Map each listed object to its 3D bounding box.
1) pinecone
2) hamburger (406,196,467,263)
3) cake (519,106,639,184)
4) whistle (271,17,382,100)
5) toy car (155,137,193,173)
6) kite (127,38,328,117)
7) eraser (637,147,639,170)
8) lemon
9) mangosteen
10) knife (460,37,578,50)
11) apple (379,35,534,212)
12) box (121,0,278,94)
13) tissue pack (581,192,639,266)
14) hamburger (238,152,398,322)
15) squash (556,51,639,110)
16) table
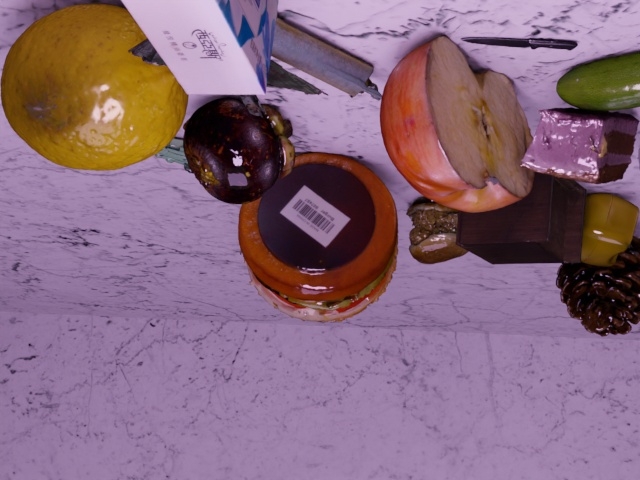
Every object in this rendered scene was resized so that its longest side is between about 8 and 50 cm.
[{"bbox_3d":[0.646,0.096,2.234,0.224,0.272,0.224,11,138,10],"label":"pinecone"},{"bbox_3d":[0.269,-0.020,2.181,0.159,0.131,0.185,6,160,-15],"label":"hamburger"},{"bbox_3d":[0.444,-0.147,1.573,0.113,0.115,0.295,20,-163,37],"label":"cake"},{"bbox_3d":[-0.030,-0.284,1.487,0.326,0.068,0.057,21,122,-38],"label":"whistle"},{"bbox_3d":[-0.293,-0.178,1.955,0.143,0.054,0.073,16,160,-19],"label":"toy car"},{"bbox_3d":[-0.136,-0.249,1.385,0.323,0.267,0.013,4,128,-38],"label":"kite"},{"bbox_3d":[0.680,-0.151,1.750,0.213,0.046,0.092,4,163,5],"label":"eraser"},{"bbox_3d":[-0.340,-0.223,1.476,0.311,0.253,0.253,-2,162,24],"label":"lemon"},{"bbox_3d":[-0.132,-0.170,1.761,0.217,0.192,0.192,-30,180,-27],"label":"mangosteen"},{"bbox_3d":[0.292,-0.292,1.461,0.170,0.010,0.023,5,158,7],"label":"knife"},{"bbox_3d":[0.189,-0.157,1.520,0.163,0.251,0.293,-21,151,39],"label":"apple"},{"bbox_3d":[-0.133,-0.318,1.163,0.116,0.203,0.274,2,163,11],"label":"box"},{"bbox_3d":[0.581,-0.023,2.079,0.127,0.123,0.178,16,161,7],"label":"tissue pack"},{"bbox_3d":[0.000,0.000,2.005,0.330,0.329,0.250,5,159,1],"label":"hamburger"},{"bbox_3d":[0.488,-0.240,1.446,0.293,0.082,0.082,-8,159,37],"label":"squash"},{"bbox_3d":[0.397,-0.055,1.946,0.193,0.172,0.169,-2,163,37],"label":"table"}]
